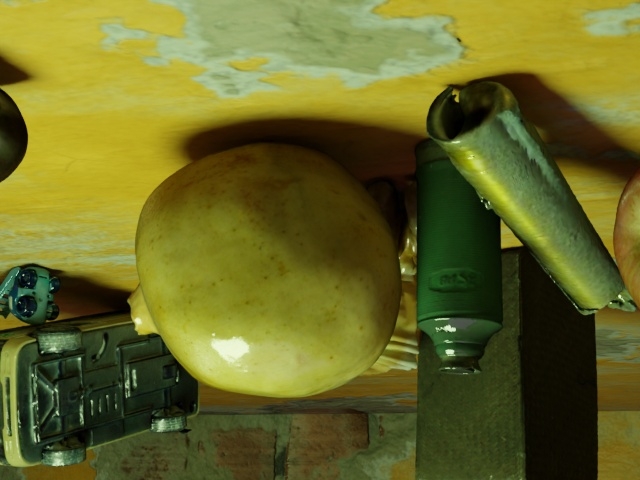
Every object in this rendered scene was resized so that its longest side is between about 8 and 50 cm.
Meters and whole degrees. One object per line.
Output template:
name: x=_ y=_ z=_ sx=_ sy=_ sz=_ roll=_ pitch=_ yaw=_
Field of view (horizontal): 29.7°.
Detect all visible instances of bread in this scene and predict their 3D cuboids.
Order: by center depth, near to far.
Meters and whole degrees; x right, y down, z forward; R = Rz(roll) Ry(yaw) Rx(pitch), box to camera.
bread: x=0.027 y=0.091 z=1.411 sx=0.107 sy=0.136 sz=0.241 roll=7 pitch=166 yaw=-28

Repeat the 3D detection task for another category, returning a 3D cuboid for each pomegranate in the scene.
pomegranate: x=-0.043 y=0.025 z=1.002 sx=0.233 sy=0.233 sz=0.233 roll=2 pitch=166 yaw=0

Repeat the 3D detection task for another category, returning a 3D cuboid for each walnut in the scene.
walnut: x=0.099 y=-0.007 z=1.147 sx=0.143 sy=0.069 sz=0.170 roll=-2 pitch=163 yaw=21

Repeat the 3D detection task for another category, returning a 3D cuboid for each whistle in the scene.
whistle: x=0.179 y=-0.019 z=0.962 sx=0.068 sy=0.057 sz=0.326 roll=20 pitch=165 yaw=40

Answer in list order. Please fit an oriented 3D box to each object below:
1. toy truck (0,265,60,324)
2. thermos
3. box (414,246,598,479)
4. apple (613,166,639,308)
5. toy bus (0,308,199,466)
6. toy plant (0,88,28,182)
toy truck: x=-0.373 y=0.071 z=1.505 sx=0.090 sy=0.073 sz=0.056 roll=-9 pitch=162 yaw=34
thermos: x=0.109 y=0.015 z=0.982 sx=0.073 sy=0.187 sz=0.083 roll=8 pitch=163 yaw=-23
box: x=0.215 y=0.162 z=1.384 sx=0.143 sy=0.273 sz=0.184 roll=-10 pitch=161 yaw=38
apple: x=0.333 y=0.004 z=0.953 sx=0.199 sy=0.199 sz=0.199 roll=2 pitch=166 yaw=0
toy bus: x=-0.323 y=0.186 z=1.603 sx=0.202 sy=0.176 sz=0.365 roll=0 pitch=-177 yaw=31
toy plant: x=-0.275 y=-0.090 z=0.815 sx=0.093 sy=0.092 sz=0.162 roll=-4 pitch=162 yaw=23
